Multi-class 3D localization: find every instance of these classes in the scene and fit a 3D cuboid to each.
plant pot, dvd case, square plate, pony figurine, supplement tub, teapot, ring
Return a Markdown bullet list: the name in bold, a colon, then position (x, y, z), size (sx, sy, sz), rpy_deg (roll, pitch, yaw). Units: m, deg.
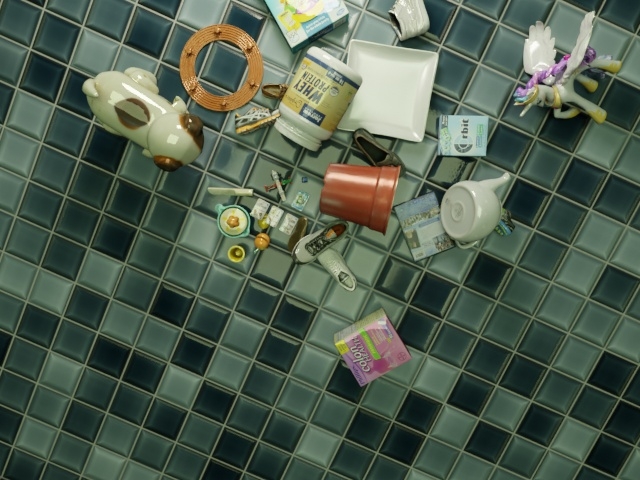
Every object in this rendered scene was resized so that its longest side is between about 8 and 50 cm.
- **plant pot**: position (0.147, -0.176, 1.550), size (0.266, 0.272, 0.272), rpy_deg (12, 97, 8)
- **dvd case**: position (0.429, -0.056, 1.665), size (0.181, 0.022, 0.252), rpy_deg (-22, 95, 3)
- **square plate**: position (0.260, -0.584, 1.595), size (0.348, 0.049, 0.343), rpy_deg (9, 97, 1)
- **pony figurine**: position (0.903, -0.613, 1.488), size (0.364, 0.303, 0.350), rpy_deg (4, 106, -14)
- **supplement tub**: position (-0.015, -0.517, 1.506), size (0.229, 0.228, 0.316), rpy_deg (31, 108, -2)
- **teapot**: position (0.601, -0.107, 1.561), size (0.187, 0.256, 0.252), rpy_deg (-1, 81, -21)
- **ring**: position (-0.396, -0.687, 1.609), size (0.338, 0.032, 0.335), rpy_deg (0, 96, 1)

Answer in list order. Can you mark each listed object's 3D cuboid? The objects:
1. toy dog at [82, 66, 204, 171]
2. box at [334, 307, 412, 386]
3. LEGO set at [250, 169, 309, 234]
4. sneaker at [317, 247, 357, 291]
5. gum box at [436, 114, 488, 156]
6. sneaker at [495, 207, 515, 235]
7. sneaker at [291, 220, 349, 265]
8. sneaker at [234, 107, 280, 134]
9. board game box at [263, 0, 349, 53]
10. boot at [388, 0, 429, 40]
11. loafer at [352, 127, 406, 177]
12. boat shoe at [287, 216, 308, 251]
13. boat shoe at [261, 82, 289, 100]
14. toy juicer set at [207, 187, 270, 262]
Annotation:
- **toy dog**: position (-0.598, -0.437, 1.473), size (0.408, 0.395, 0.284), rpy_deg (37, 87, 6)
- **box**: position (0.213, 0.439, 1.679), size (0.243, 0.117, 0.213), rpy_deg (-30, 95, 5)
- **LEGO set**: position (-0.152, -0.171, 1.652), size (0.183, 0.060, 0.244), rpy_deg (27, 89, -12)
- **sneaker**: position (0.066, 0.111, 1.657), size (0.090, 0.095, 0.235), rpy_deg (-44, 91, 8)
- **gum box**: position (0.564, -0.415, 1.610), size (0.185, 0.041, 0.156), rpy_deg (2, 97, 2)
- **sneaker**: position (0.719, -0.109, 1.637), size (0.078, 0.067, 0.188), rpy_deg (-31, 88, -25)
- **sneaker**: position (0.000, -0.001, 1.601), size (0.272, 0.108, 0.100), rpy_deg (-36, 88, -17)
- **sneaker**: position (-0.244, -0.489, 1.603), size (0.215, 0.084, 0.083), rpy_deg (-17, 91, 4)
- **board game box**: position (-0.084, -0.940, 1.547), size (0.254, 0.079, 0.335), rpy_deg (-30, 95, 4)
- **boot**: position (0.312, -0.898, 1.532), size (0.124, 0.095, 0.258), rpy_deg (-23, 97, -3)
- **loafer**: position (0.228, -0.329, 1.588), size (0.268, 0.084, 0.096), rpy_deg (39, 115, -12)
- **boat shoe**: position (-0.086, -0.022, 1.666), size (0.056, 0.049, 0.152), rpy_deg (29, 96, 21)
- **boat shoe**: position (-0.148, -0.586, 1.598), size (0.178, 0.060, 0.064), rpy_deg (7, 97, 0)
- **toy juicer set**: position (-0.317, -0.090, 1.646), size (0.210, 0.089, 0.328), rpy_deg (-18, 95, 4)
